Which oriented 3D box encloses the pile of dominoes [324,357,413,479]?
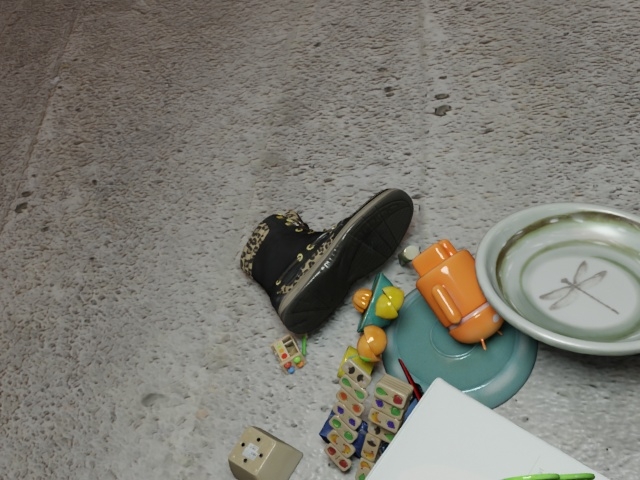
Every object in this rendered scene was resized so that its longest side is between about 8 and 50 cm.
[{"bbox_3d":[0.097,0.353,1.303,0.196,0.251,0.040,23,27,22],"label":"pile of dominoes"}]

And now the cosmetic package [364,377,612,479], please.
[{"bbox_3d":[0.270,0.485,1.095,0.393,0.329,0.327,28,70,32],"label":"cosmetic package"}]

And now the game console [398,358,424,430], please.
[{"bbox_3d":[0.162,0.316,1.352,0.124,0.085,0.144,-56,25,19],"label":"game console"}]

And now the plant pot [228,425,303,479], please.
[{"bbox_3d":[-0.116,0.423,1.423,0.109,0.096,0.109,21,65,30],"label":"plant pot"}]

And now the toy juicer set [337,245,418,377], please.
[{"bbox_3d":[0.116,0.114,1.483,0.089,0.209,0.329,22,63,2],"label":"toy juicer set"}]

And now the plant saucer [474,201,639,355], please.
[{"bbox_3d":[0.488,0.083,1.354,0.400,0.100,0.400,-4,39,3],"label":"plant saucer"}]

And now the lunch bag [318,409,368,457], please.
[{"bbox_3d":[0.055,0.372,1.415,0.098,0.067,0.065,18,65,26],"label":"lunch bag"}]

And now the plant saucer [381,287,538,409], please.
[{"bbox_3d":[0.274,0.198,1.477,0.317,0.044,0.317,-10,54,14],"label":"plant saucer"}]

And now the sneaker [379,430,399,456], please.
[{"bbox_3d":[0.132,0.386,1.384,0.052,0.058,0.135,-22,51,3],"label":"sneaker"}]

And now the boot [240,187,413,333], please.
[{"bbox_3d":[0.000,0.000,1.606,0.377,0.138,0.284,-50,37,-4],"label":"boot"}]

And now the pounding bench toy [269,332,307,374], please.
[{"bbox_3d":[-0.053,0.237,1.558,0.083,0.052,0.065,-31,52,-3],"label":"pounding bench toy"}]

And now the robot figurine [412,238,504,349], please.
[{"bbox_3d":[0.272,0.105,1.412,0.128,0.158,0.219,-33,81,-7],"label":"robot figurine"}]

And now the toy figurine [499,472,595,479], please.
[{"bbox_3d":[0.278,0.369,0.878,0.130,0.173,0.159,-16,64,22],"label":"toy figurine"}]
